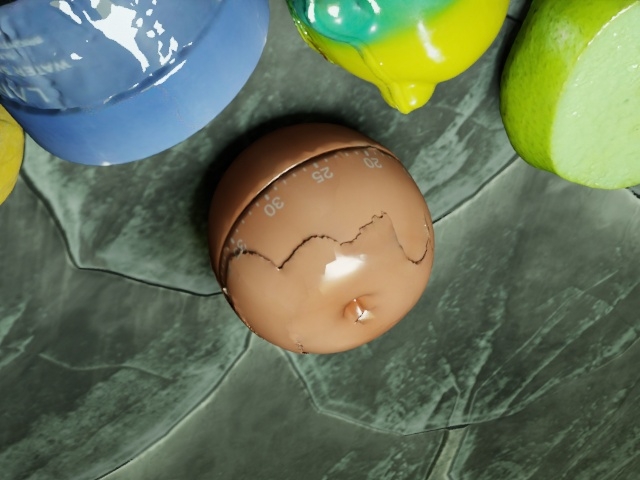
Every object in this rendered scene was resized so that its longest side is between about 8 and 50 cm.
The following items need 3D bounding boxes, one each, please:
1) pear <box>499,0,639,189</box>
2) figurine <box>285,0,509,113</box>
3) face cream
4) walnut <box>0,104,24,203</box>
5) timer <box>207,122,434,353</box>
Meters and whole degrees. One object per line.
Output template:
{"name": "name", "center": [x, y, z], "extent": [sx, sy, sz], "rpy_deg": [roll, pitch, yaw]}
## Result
{"name": "pear", "center": [0.307, -0.180, 2.031], "extent": [0.292, 0.159, 0.292], "rpy_deg": [-14, 138, -13]}
{"name": "figurine", "center": [0.064, -0.282, 1.703], "extent": [0.231, 0.324, 0.340], "rpy_deg": [7, 146, 28]}
{"name": "face cream", "center": [-0.195, -0.222, 1.600], "extent": [0.249, 0.249, 0.225], "rpy_deg": [-32, 138, 3]}
{"name": "walnut", "center": [-0.366, -0.076, 1.731], "extent": [0.206, 0.159, 0.159], "rpy_deg": [-14, 139, -28]}
{"name": "timer", "center": [0.000, 0.000, 1.988], "extent": [0.229, 0.215, 0.230], "rpy_deg": [-17, 140, -15]}
